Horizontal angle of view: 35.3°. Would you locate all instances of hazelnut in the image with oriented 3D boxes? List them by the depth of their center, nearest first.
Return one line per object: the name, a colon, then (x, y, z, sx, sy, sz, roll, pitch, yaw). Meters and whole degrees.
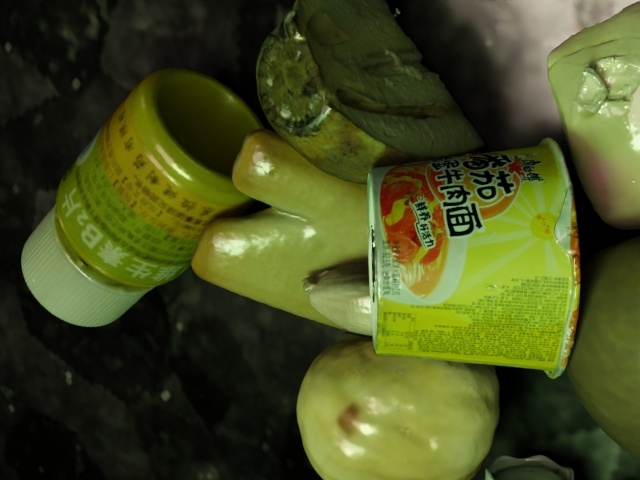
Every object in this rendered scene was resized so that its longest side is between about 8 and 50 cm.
hazelnut: (0.093, 0.213, 1.273, 0.261, 0.261, 0.241, -40, 59, 34)

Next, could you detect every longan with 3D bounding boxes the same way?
longan: (0.392, 0.119, 1.032, 0.300, 0.300, 0.243, 15, 75, 29)

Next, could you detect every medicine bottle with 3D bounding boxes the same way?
medicine bottle: (-0.259, -0.049, 1.439, 0.384, 0.224, 0.224, -41, 80, 35)

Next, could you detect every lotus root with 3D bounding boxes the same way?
lotus root: (0.028, -0.161, 1.193, 0.149, 0.260, 0.267, -40, 80, 35)

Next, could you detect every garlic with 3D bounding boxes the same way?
garlic: (0.078, 0.069, 1.242, 0.196, 0.101, 0.087, -13, 122, 5)

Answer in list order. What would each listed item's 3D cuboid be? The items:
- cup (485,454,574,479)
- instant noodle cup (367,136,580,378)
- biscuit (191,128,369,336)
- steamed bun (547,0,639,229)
cup: (0.257, 0.367, 1.254, 0.300, 0.167, 0.173, 16, 110, 57)
instant noodle cup: (0.153, 0.020, 1.089, 0.200, 0.264, 0.264, -1, 104, 2)
biscuit: (0.000, 0.000, 1.295, 0.291, 0.062, 0.237, 22, 119, -14)
steamed bun: (0.336, -0.126, 1.068, 0.170, 0.152, 0.238, -19, 90, 36)
